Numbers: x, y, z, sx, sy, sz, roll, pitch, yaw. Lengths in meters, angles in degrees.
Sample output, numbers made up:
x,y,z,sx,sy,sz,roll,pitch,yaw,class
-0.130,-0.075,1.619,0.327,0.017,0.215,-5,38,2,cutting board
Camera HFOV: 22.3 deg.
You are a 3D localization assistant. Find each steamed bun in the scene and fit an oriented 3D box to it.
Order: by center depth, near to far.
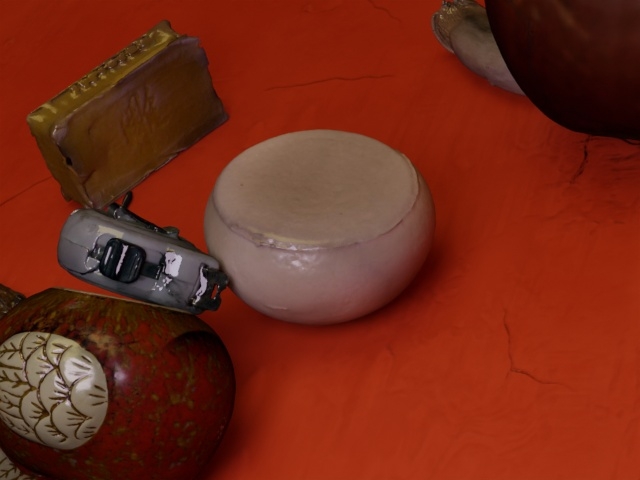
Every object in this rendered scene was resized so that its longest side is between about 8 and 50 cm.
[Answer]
x,y,z,sx,sy,sz,roll,pitch,yaw,class
0.000,0.000,1.637,0.231,0.145,0.232,-2,37,1,steamed bun

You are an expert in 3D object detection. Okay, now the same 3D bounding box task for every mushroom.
x,y,z,sx,sy,sz,roll,pitch,yaw,class
0.210,-0.225,1.901,0.092,0.081,0.223,-50,39,-9,mushroom

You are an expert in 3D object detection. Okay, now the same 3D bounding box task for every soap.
x,y,z,sx,sy,sz,roll,pitch,yaw,class
-0.230,-0.150,1.969,0.233,0.135,0.076,-40,39,-26,soap

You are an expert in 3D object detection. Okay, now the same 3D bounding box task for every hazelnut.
x,y,z,sx,sy,sz,roll,pitch,yaw,class
0.380,-0.286,1.650,0.429,0.402,0.402,-17,31,-22,hazelnut

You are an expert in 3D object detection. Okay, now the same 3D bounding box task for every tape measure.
x,y,z,sx,sy,sz,roll,pitch,yaw,class
-0.207,0.005,1.679,0.084,0.164,0.330,-66,22,-1,tape measure

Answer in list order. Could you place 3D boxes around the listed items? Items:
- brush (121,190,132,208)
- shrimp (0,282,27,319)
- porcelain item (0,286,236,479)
x,y,z,sx,sy,sz,roll,pitch,yaw,class
-0.235,-0.032,1.922,0.024,0.008,0.083,-9,36,21,brush
-0.401,0.080,1.818,0.217,0.051,0.115,13,53,38,shrimp
-0.200,0.164,1.490,0.253,0.253,0.253,-14,35,10,porcelain item
